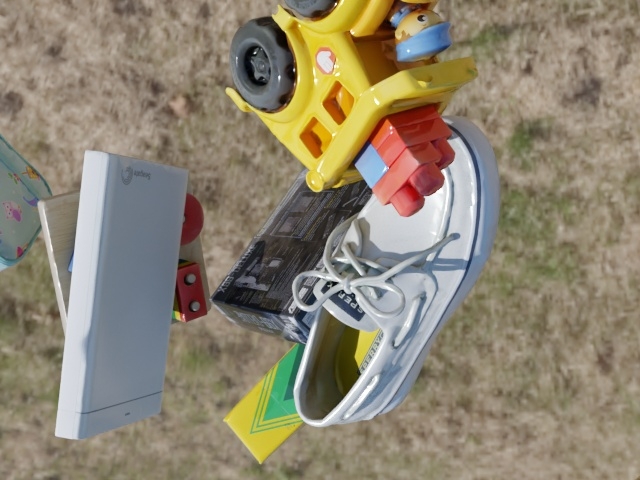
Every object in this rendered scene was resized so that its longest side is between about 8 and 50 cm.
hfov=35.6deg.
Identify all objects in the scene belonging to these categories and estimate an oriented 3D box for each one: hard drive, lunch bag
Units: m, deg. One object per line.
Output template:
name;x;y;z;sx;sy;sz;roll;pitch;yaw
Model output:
hard drive;-0.257;0.068;1.326;0.047;0.353;0.233;6;-179;17
lunch bag;-0.587;-0.096;1.678;0.108;0.224;0.279;-20;120;30

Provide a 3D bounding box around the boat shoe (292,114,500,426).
boat shoe;0.048;0.046;0.996;0.156;0.136;0.367;-14;137;-43

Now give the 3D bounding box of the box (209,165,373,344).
box;0.000;0.000;1.453;0.076;0.307;0.242;44;159;-27

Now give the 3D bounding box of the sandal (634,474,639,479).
sandal;0.314;0.256;0.934;0.060;0.219;0.090;12;130;36

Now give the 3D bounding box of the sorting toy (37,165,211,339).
sorting toy;-0.290;0.033;1.592;0.257;0.255;0.089;-18;-162;-34

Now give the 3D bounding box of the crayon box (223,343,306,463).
crayon box;0.033;0.193;1.704;0.106;0.363;0.313;45;109;9

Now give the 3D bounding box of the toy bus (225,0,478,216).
toy bus;0.051;-0.136;0.813;0.149;0.211;0.220;-17;154;-40
